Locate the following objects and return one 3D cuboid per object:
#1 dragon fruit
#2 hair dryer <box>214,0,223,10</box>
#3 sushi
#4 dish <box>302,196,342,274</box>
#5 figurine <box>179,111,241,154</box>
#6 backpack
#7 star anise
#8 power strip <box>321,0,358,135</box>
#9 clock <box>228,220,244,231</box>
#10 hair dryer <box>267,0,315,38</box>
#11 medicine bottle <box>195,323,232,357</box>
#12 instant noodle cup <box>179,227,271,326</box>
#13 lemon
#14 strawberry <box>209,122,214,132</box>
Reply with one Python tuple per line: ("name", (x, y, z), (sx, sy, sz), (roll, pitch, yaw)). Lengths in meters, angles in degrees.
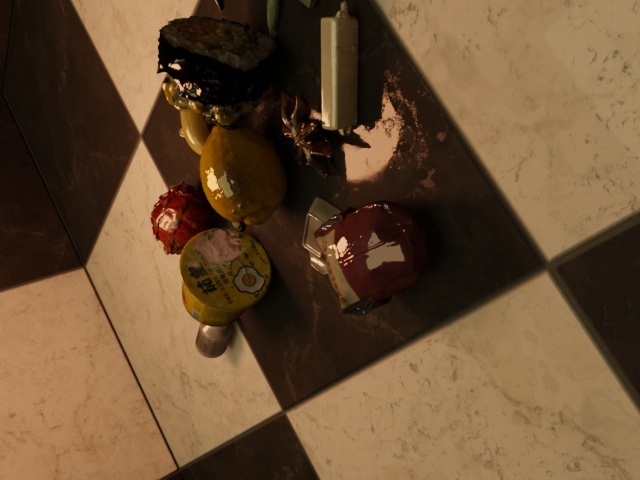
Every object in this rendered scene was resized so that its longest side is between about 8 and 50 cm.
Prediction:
("dragon fruit", (-0.534, -0.076, 2.251), (0.244, 0.244, 0.299), (37, 122, 34))
("hair dryer", (-0.349, -0.792, 1.906), (0.083, 0.031, 0.079), (22, 131, 58))
("sushi", (-0.312, -0.472, 1.709), (0.328, 0.329, 0.285), (16, 128, -2))
("dish", (0.000, 0.000, 1.793), (0.154, 0.064, 0.234), (34, 130, 35))
("figurine", (-0.371, -0.441, 1.952), (0.124, 0.222, 0.325), (34, -129, -84))
("backpack", (0.148, 0.025, 1.535), (0.317, 0.197, 0.283), (-33, 79, 45))
("star anise", (-0.044, -0.305, 1.687), (0.288, 0.088, 0.288), (50, 156, 31))
("power strip", (0.051, -0.446, 1.525), (0.058, 0.098, 0.338), (19, 118, 39))
("clock", (-0.311, -0.073, 2.153), (0.085, 0.017, 0.085), (22, 121, 42))
("hair dryer", (-0.108, -0.660, 1.663), (0.206, 0.075, 0.237), (43, 141, 20))
("medicine bottle", (-0.430, 0.370, 2.377), (0.135, 0.135, 0.215), (46, 135, 26))
("instant noodle cup", (-0.359, 0.153, 2.094), (0.325, 0.325, 0.254), (56, 148, 17))
("lemon", (-0.246, -0.210, 1.834), (0.285, 0.285, 0.316), (-63, 37, 41))
("strawberry", (-0.436, -0.433, 2.103), (0.187, 0.082, 0.146), (-27, 79, 56))
